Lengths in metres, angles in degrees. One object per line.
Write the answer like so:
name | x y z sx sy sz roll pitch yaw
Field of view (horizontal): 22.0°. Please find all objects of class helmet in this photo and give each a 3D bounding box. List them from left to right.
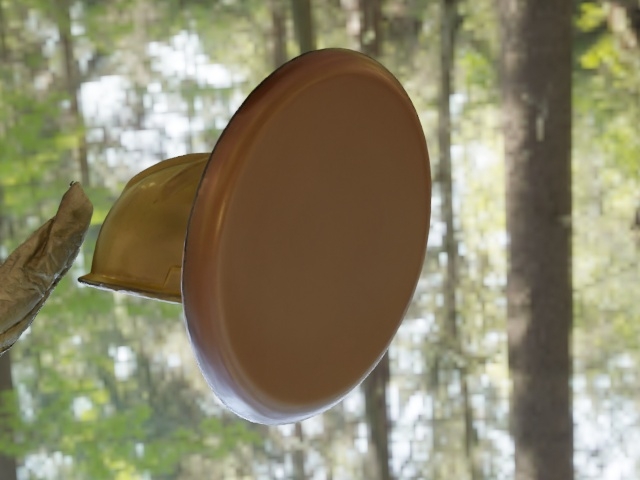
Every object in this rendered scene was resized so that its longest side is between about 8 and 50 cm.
helmet | -0.082 -0.007 1.444 0.257 0.140 0.205 7 -179 -36

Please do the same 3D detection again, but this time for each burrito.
burrito | -0.271 0.041 1.461 0.063 0.058 0.229 -2 -137 38

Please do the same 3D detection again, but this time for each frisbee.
frisbee | 0.000 0.000 1.070 0.021 0.251 0.251 13 -159 36
